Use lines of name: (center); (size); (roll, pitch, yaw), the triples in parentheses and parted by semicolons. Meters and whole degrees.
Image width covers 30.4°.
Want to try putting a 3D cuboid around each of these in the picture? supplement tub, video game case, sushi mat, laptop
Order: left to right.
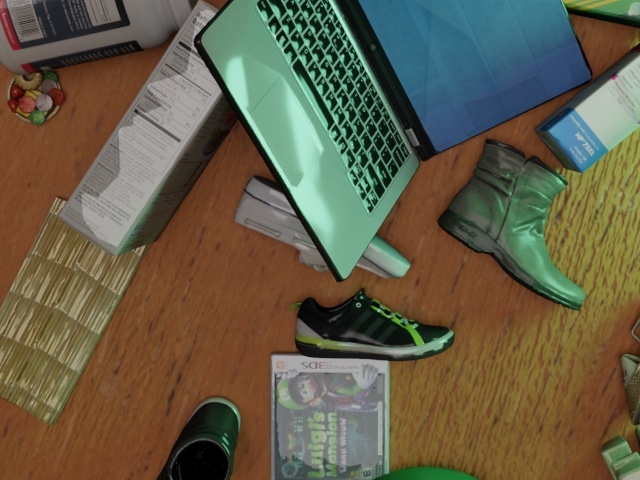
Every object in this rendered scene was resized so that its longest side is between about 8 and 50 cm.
sushi mat: (-0.385, 0.103, 1.719); (0.151, 0.019, 0.316); (29, 96, 1)
supplement tub: (-0.310, -0.338, 1.586); (0.272, 0.191, 0.191); (-11, 95, 4)
video game case: (0.014, 0.258, 1.712); (0.173, 0.022, 0.190); (0, 96, 3)
laptop: (0.113, -0.225, 1.484); (0.236, 0.408, 0.382); (-5, 128, 40)

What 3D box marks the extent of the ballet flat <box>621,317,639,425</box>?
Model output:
ballet flat: (0.465, 0.158, 1.665); (0.067, 0.073, 0.206); (25, 94, 28)

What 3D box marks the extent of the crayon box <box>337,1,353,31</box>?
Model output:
crayon box: (0.047, -0.444, 1.612); (0.202, 0.081, 0.318); (-1, 95, 4)

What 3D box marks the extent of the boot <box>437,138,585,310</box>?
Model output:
boot: (0.299, -0.024, 1.644); (0.246, 0.083, 0.161); (35, 91, -2)

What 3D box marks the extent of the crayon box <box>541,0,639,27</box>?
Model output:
crayon box: (0.324, -0.418, 1.598); (0.323, 0.083, 0.203); (12, 96, 3)

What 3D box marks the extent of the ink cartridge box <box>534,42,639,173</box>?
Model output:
ink cartridge box: (0.408, -0.194, 1.590); (0.231, 0.134, 0.078); (-39, 93, 6)

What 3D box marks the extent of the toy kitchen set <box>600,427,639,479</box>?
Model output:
toy kitchen set: (0.512, 0.314, 1.618); (0.207, 0.166, 0.122); (-26, 94, 6)

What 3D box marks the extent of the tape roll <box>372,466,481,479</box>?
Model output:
tape roll: (0.154, 0.488, 1.690); (0.321, 0.077, 0.321); (0, 99, 1)

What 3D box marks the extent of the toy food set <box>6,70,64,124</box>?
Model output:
toy food set: (-0.409, -0.209, 1.689); (0.082, 0.020, 0.083); (30, 96, 0)

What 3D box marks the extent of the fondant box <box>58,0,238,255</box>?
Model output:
fondant box: (-0.193, -0.146, 1.575); (0.096, 0.238, 0.330); (36, 96, 1)

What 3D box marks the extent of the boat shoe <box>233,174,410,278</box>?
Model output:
boat shoe: (0.000, 0.000, 1.661); (0.258, 0.095, 0.084); (29, 101, 10)

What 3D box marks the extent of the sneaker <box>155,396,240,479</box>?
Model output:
sneaker: (-0.199, 0.374, 1.673); (0.104, 0.147, 0.296); (22, 98, -1)

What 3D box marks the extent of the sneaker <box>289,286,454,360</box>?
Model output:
sneaker: (0.072, 0.116, 1.664); (0.234, 0.084, 0.097); (0, 94, 3)
